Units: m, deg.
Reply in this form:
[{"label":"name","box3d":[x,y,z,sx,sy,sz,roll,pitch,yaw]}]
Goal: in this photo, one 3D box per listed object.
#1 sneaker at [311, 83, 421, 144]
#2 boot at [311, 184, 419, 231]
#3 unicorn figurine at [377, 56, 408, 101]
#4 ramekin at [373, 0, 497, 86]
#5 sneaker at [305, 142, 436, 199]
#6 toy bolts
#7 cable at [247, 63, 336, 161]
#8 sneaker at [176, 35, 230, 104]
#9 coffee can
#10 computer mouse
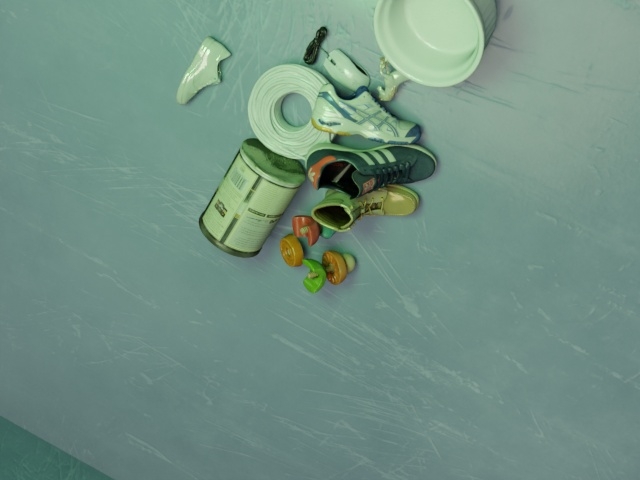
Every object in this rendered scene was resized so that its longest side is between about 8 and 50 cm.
[{"label":"sneaker","box3d":[0.129,-0.325,1.813,0.296,0.112,0.131,8,104,-15]},{"label":"boot","box3d":[0.122,-0.088,1.898,0.261,0.203,0.095,11,116,14]},{"label":"unicorn figurine","box3d":[0.192,-0.424,1.812,0.161,0.060,0.111,-17,117,17]},{"label":"ramekin","box3d":[0.275,-0.515,1.656,0.277,0.135,0.277,24,143,19]},{"label":"sneaker","box3d":[0.136,-0.170,1.845,0.349,0.148,0.131,-1,129,-3]},{"label":"toy bolts","box3d":[0.000,0.000,2.045,0.218,0.158,0.229,40,140,44]},{"label":"cable","box3d":[-0.067,-0.350,1.912,0.256,0.089,0.257,16,115,10]},{"label":"sneaker","box3d":[-0.324,-0.452,1.960,0.094,0.080,0.212,31,117,-10]},{"label":"coffee can","box3d":[-0.193,-0.118,1.987,0.201,0.201,0.275,35,118,0]},{"label":"computer mouse","box3d":[0.046,-0.462,1.853,0.193,0.042,0.106,39,117,-1]}]
